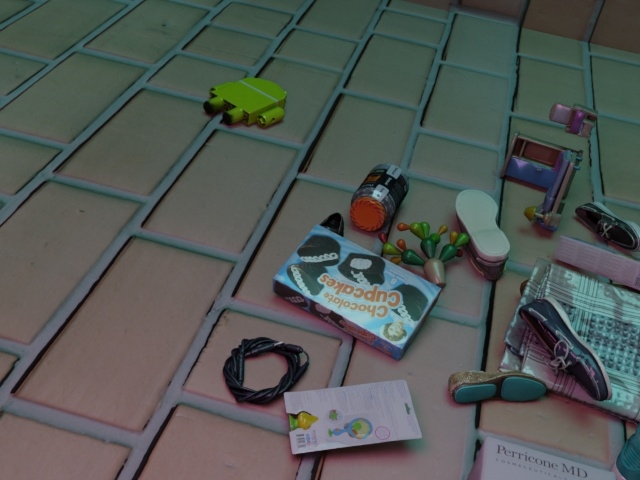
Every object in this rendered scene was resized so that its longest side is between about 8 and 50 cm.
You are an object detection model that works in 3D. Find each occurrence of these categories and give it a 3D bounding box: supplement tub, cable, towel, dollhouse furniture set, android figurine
[{"bbox_3d":[0.150,-0.110,2.052,0.117,0.117,0.190,20,37,13],"label":"supplement tub"},{"bbox_3d":[-0.116,0.251,1.566,0.151,0.047,0.184,25,39,19],"label":"cable"},{"bbox_3d":[0.570,0.203,1.702,0.324,0.056,0.312,20,60,14],"label":"towel"},{"bbox_3d":[0.605,-0.219,2.164,0.198,0.286,0.303,20,26,13],"label":"dollhouse furniture set"},{"bbox_3d":[-0.219,-0.428,2.441,0.248,0.056,0.273,31,42,26],"label":"android figurine"}]

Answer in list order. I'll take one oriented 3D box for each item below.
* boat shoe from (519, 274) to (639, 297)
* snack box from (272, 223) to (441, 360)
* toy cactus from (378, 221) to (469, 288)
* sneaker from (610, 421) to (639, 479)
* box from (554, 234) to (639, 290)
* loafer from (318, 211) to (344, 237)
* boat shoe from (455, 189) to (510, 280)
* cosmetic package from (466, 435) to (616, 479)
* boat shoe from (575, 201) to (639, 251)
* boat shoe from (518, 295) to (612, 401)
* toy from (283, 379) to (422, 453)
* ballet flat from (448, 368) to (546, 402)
[{"bbox_3d":[0.621,0.125,1.855,0.308,0.110,0.104,3,38,-9],"label":"boat shoe"},{"bbox_3d":[0.078,0.108,1.741,0.322,0.060,0.187,27,55,16],"label":"snack box"},{"bbox_3d":[0.257,0.038,1.917,0.219,0.112,0.180,0,56,-18],"label":"toy cactus"},{"bbox_3d":[0.694,0.363,1.497,0.296,0.178,0.123,-10,41,-26],"label":"sneaker"},{"bbox_3d":[0.690,0.056,1.890,0.063,0.067,0.324,9,8,-25],"label":"box"},{"bbox_3d":[0.000,0.000,1.901,0.080,0.078,0.220,17,37,9],"label":"loafer"},{"bbox_3d":[0.406,-0.022,2.019,0.109,0.091,0.305,-5,37,-1],"label":"boat shoe"},{"bbox_3d":[0.320,0.538,1.191,0.230,0.161,0.453,14,36,6],"label":"cosmetic package"},{"bbox_3d":[0.775,-0.032,2.138,0.070,0.077,0.219,-9,32,-25],"label":"boat shoe"},{"bbox_3d":[0.493,0.222,1.608,0.079,0.095,0.254,-17,57,-15],"label":"boat shoe"},{"bbox_3d":[0.056,0.338,1.484,0.238,0.056,0.136,-3,42,-9],"label":"toy"},{"bbox_3d":[0.355,0.287,1.614,0.206,0.073,0.067,3,29,-14],"label":"ballet flat"}]
